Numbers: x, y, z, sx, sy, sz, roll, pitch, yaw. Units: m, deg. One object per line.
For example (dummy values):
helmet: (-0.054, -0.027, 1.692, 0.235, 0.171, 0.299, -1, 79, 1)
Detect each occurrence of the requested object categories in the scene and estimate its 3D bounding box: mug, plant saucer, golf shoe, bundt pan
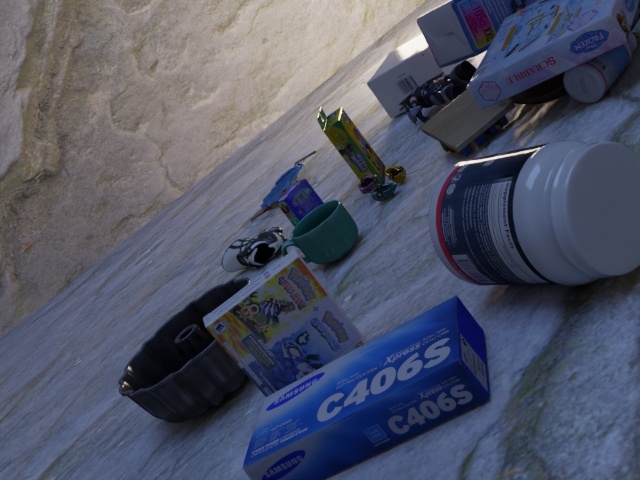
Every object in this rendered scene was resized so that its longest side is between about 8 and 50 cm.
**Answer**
mug: (0.007, -0.006, 1.831, 0.157, 0.097, 0.129, -21, 24, 44)
plant saucer: (0.506, -0.396, 1.837, 0.277, 0.041, 0.278, -32, 35, 25)
golf shoe: (-0.178, 0.034, 2.132, 0.198, 0.077, 0.094, -30, 19, 25)
bundt pan: (-0.225, 0.223, 1.652, 0.330, 0.124, 0.331, -35, 17, 12)

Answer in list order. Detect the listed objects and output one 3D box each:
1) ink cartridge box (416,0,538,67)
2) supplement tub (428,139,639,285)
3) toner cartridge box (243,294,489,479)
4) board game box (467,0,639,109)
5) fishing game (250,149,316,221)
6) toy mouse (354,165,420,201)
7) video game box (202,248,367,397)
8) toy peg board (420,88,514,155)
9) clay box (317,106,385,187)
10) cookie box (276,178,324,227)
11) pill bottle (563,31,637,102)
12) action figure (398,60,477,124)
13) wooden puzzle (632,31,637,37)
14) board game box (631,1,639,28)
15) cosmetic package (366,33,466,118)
ink cartridge box: (0.472, -0.587, 2.096, 0.395, 0.151, 0.270, -29, 10, -8)
supplement tub: (0.296, -0.033, 1.164, 0.191, 0.191, 0.272, -45, 19, -24)
toner cartridge box: (0.061, 0.219, 1.175, 0.347, 0.075, 0.165, -31, 17, 20)
board game box: (0.481, -0.427, 1.716, 0.318, 0.066, 0.319, -22, 25, 42)
fishing game: (-0.110, -0.158, 2.562, 0.189, 0.041, 0.264, -27, 24, 55)
toy mouse: (0.133, -0.121, 1.960, 0.143, 0.031, 0.161, -42, 32, -24)
video game box: (-0.053, 0.148, 1.370, 0.187, 0.205, 0.048, -39, 21, -2)
toy peg board: (0.336, -0.250, 1.881, 0.161, 0.079, 0.160, -39, 33, -4)
clay box: (0.076, -0.235, 2.074, 0.053, 0.222, 0.127, -32, 18, 17)
cookie box: (-0.043, -0.083, 2.110, 0.092, 0.107, 0.040, -47, 18, -31)
pill bottle: (0.547, -0.345, 1.652, 0.160, 0.087, 0.087, -45, 19, -26)
action figure: (0.312, -0.378, 2.206, 0.185, 0.099, 0.285, -48, 15, -10)
wooden puzzle: (0.620, -0.398, 1.775, 0.116, 0.014, 0.078, -42, 13, -15)
board game box: (0.667, -0.517, 1.909, 0.194, 0.060, 0.194, -18, 25, 49)
cosmetic package: (0.289, -0.502, 2.487, 0.224, 0.138, 0.225, -24, 23, 38)
